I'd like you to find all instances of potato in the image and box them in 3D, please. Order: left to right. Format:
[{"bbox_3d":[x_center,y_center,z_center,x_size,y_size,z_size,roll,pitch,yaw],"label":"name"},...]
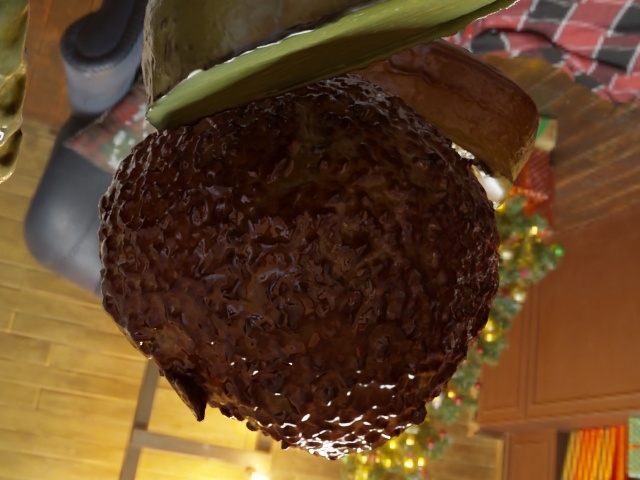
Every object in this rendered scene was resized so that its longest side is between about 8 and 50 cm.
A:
[{"bbox_3d":[0.007,-0.164,0.501,0.271,0.111,0.160,-20,178,-5],"label":"potato"}]

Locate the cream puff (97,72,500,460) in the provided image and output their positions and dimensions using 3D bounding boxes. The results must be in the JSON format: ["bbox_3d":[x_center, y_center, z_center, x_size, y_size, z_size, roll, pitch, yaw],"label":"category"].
[{"bbox_3d":[0.002,0.005,0.685,0.350,0.351,0.228,16,157,-22],"label":"cream puff"}]

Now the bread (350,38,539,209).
[{"bbox_3d":[0.101,-0.132,0.924,0.269,0.143,0.195,18,160,2],"label":"bread"}]

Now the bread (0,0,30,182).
[{"bbox_3d":[-0.264,-0.123,0.563,0.128,0.088,0.232,19,137,-8],"label":"bread"}]
